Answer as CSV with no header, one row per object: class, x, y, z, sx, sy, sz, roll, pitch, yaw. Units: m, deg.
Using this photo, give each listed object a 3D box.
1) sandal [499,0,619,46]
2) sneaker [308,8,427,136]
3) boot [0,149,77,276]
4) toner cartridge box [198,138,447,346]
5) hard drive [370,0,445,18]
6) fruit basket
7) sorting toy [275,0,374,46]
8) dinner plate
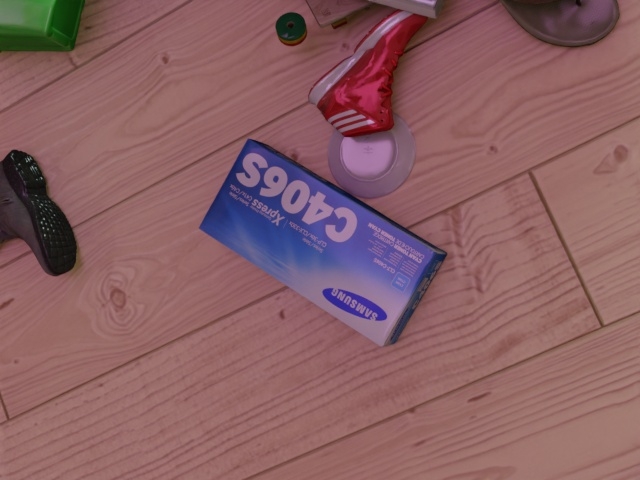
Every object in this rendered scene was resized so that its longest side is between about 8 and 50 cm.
sandal,0.289,-0.378,1.415,0.303,0.086,0.120,37,99,-10
sneaker,0.099,-0.241,1.515,0.221,0.087,0.128,-41,80,19
boot,-0.520,-0.018,1.723,0.161,0.083,0.246,-35,72,21
toner cartridge box,0.000,0.000,1.538,0.348,0.075,0.165,31,99,17
hard drive,0.064,-0.456,1.511,0.307,0.040,0.203,19,69,17
fruit basket,-0.563,-0.502,1.668,0.392,0.283,0.392,0,92,1
sorting toy,0.043,-0.398,1.542,0.274,0.046,0.132,-26,69,-2
dinner plate,0.076,-0.136,1.550,0.141,0.017,0.141,-1,86,18
